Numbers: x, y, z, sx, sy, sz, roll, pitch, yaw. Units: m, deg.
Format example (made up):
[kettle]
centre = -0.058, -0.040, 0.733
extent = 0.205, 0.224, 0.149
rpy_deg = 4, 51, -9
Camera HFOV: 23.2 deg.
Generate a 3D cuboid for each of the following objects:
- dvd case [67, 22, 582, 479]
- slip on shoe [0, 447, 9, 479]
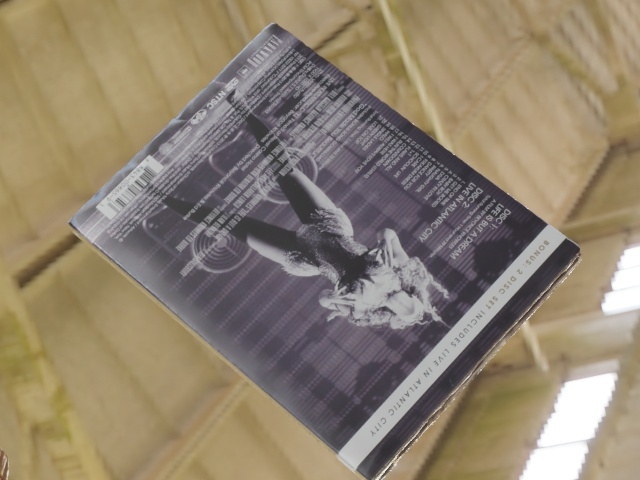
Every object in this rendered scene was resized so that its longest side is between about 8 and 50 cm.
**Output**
[dvd case]
centre = 0.000, 0.000, 0.822
extent = 0.164, 0.221, 0.018
rpy_deg = -46, -22, -14
[slip on shoe]
centre = -0.341, 0.263, 1.514
extent = 0.051, 0.041, 0.135
rpy_deg = 63, -151, -52
